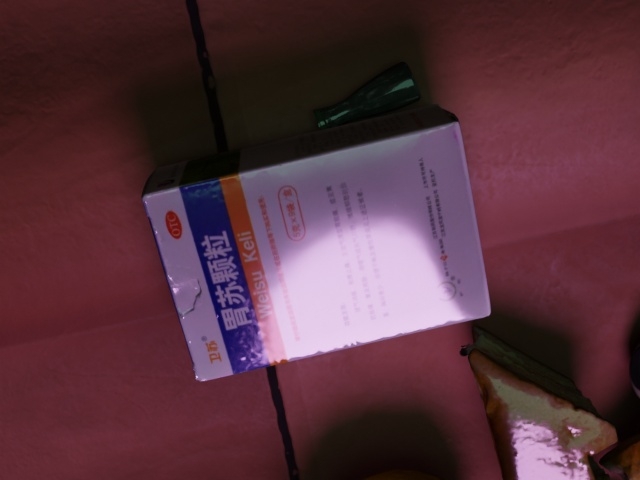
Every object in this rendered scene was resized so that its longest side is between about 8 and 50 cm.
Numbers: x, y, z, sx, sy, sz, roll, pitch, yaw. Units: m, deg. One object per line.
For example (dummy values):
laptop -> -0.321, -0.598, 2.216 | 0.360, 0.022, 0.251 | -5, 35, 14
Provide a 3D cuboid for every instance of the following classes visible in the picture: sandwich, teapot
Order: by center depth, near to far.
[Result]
teapot -> 0.044, -0.138, 0.879 | 0.111, 0.043, 0.042 | -25, 101, 5
sandwich -> 0.232, 0.202, 0.913 | 0.128, 0.122, 0.235 | -16, 101, 2

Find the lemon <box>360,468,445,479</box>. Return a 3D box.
lemon -> 0.081, 0.338, 0.897 | 0.192, 0.192, 0.231 | 26, 104, -8

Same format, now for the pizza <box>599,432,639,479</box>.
pizza -> 0.465, 0.206, 0.879 | 0.258, 0.087, 0.268 | 13, 141, -12

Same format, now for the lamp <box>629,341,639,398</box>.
lamp -> 0.414, 0.145, 0.938 | 0.163, 0.091, 0.090 | 9, 101, -21

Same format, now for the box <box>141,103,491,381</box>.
box -> 0.000, 0.000, 0.856 | 0.300, 0.106, 0.200 | -13, 110, 0
